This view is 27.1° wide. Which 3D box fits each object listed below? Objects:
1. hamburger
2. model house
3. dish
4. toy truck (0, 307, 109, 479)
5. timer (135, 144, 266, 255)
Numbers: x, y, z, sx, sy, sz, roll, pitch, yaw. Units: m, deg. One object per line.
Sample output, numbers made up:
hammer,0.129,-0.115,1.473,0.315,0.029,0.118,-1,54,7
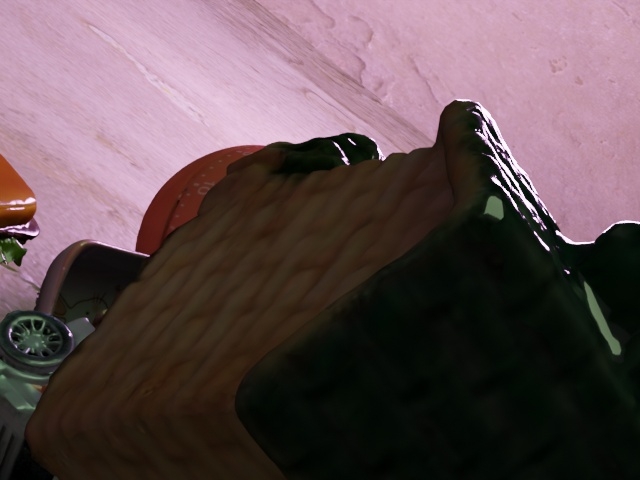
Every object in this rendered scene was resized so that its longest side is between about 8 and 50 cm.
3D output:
hamburger,-0.312,-0.026,1.095,0.137,0.087,0.166,48,18,16
model house,0.132,0.142,0.784,0.445,0.400,0.395,53,56,-18
dish,-0.160,0.087,1.105,0.077,0.151,0.212,6,-7,41
toy truck,-0.111,0.131,0.938,0.184,0.133,0.338,43,39,24
timer,-0.059,0.022,1.290,0.215,0.230,0.229,17,-4,40
